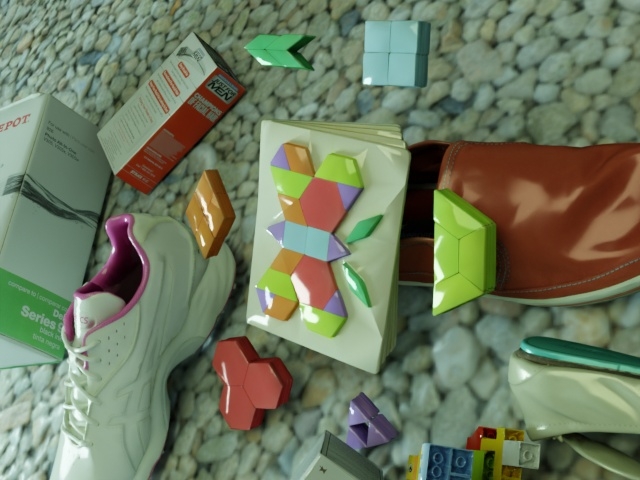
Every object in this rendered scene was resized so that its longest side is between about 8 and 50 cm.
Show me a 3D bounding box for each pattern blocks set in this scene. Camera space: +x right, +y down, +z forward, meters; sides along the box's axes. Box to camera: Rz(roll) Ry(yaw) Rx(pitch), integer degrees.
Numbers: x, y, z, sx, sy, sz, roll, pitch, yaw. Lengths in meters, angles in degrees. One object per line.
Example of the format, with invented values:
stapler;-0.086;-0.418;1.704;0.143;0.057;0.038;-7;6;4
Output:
pattern blocks set;0.000;0.000;0.659;0.285;0.026;0.325;-2;95;39

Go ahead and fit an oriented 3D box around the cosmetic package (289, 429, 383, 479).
cosmetic package;-0.043;0.254;0.604;0.060;0.099;0.239;35;89;6

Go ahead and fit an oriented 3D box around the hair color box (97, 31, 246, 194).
hair color box;-0.171;-0.144;0.981;0.167;0.053;0.093;-45;44;11

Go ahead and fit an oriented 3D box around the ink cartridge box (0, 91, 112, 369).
ink cartridge box;-0.373;-0.004;1.013;0.211;0.121;0.289;-11;59;35

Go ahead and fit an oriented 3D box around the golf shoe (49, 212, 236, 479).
golf shoe;-0.194;0.115;0.787;0.115;0.140;0.306;11;74;41

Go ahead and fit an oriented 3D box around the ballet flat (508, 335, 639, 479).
ballet flat;0.226;0.109;0.502;0.248;0.086;0.086;3;67;42

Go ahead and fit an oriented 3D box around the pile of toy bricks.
pile of toy bricks;0.065;0.222;0.551;0.105;0.118;0.212;153;128;-67

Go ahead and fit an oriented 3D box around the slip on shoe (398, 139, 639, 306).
slip on shoe;0.127;-0.023;0.634;0.331;0.101;0.123;-1;63;37
